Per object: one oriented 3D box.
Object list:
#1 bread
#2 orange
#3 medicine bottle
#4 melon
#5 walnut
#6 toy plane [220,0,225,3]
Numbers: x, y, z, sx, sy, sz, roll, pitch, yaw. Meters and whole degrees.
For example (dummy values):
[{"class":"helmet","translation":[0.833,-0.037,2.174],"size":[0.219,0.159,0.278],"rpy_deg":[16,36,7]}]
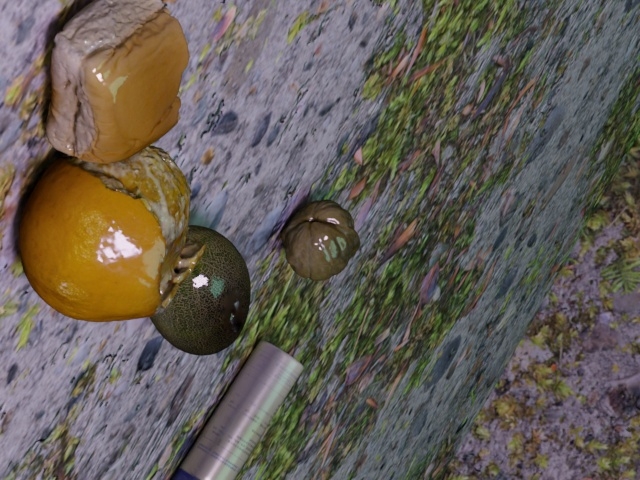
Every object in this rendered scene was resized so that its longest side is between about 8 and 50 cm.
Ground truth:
[{"class":"bread","translation":[-0.148,-0.117,1.409],"size":[0.106,0.082,0.125],"rpy_deg":[-53,164,-42]},{"class":"orange","translation":[-0.158,-0.005,1.480],"size":[0.156,0.134,0.156],"rpy_deg":[-49,171,-11]},{"class":"medicine bottle","translation":[-0.102,0.219,2.075],"size":[0.231,0.059,0.059],"rpy_deg":[-57,162,-9]},{"class":"melon","translation":[-0.111,0.048,1.736],"size":[0.099,0.099,0.162],"rpy_deg":[-53,159,-21]},{"class":"walnut","translation":[0.000,0.000,1.988],"size":[0.092,0.092,0.092],"rpy_deg":[-51,159,-27]},{"class":"toy plane","translation":[-0.071,-0.229,1.537],"size":[0.084,0.024,0.078],"rpy_deg":[-13,112,-66]}]
